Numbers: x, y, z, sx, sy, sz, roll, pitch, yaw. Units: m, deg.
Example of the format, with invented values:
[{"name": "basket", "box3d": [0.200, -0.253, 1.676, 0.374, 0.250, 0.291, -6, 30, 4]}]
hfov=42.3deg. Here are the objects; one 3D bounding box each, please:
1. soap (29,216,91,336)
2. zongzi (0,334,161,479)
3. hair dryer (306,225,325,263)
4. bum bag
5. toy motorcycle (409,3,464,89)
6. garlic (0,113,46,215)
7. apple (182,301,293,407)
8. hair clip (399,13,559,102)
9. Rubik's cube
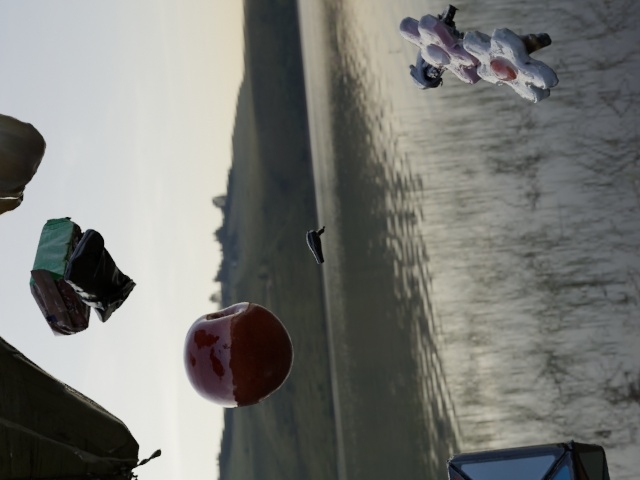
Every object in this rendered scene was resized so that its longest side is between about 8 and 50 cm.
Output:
[{"name": "soap", "box3d": [-0.587, 0.076, 1.900, 0.273, 0.098, 0.218, -107, 7, -56]}, {"name": "zongzi", "box3d": [-0.514, 0.261, 1.558, 0.218, 0.499, 0.467, -8, 78, 63]}, {"name": "hair dryer", "box3d": [0.000, 0.000, 1.824, 0.083, 0.031, 0.079, -53, -49, -52]}, {"name": "bum bag", "box3d": [-0.455, 0.082, 1.722, 0.123, 0.060, 0.248, -66, -25, -24]}, {"name": "toy motorcycle", "box3d": [0.240, -0.387, 1.691, 0.122, 0.080, 0.215, -55, 14, 46]}, {"name": "garlic", "box3d": [-0.506, -0.101, 1.110, 0.217, 0.228, 0.110, -47, 26, 48]}, {"name": "apple", "box3d": [-0.199, 0.268, 1.956, 0.260, 0.260, 0.217, -97, -10, -78]}, {"name": "hair clip", "box3d": [0.220, -0.260, 1.144, 0.146, 0.257, 0.075, 31, -99, -49]}, {"name": "Rubik's cube", "box3d": [0.400, 0.510, 1.534, 0.248, 0.246, 0.250, 21, -121, -57]}]
